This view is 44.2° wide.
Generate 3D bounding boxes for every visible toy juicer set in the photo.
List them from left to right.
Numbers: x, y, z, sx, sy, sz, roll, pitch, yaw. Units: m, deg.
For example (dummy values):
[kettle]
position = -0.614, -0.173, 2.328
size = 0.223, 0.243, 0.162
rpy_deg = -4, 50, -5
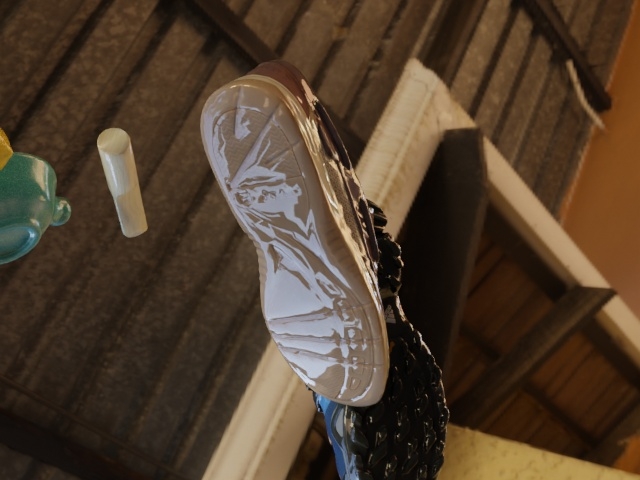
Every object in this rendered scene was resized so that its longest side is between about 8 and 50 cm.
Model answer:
[toy juicer set]
position = -0.292, -0.051, 0.707
size = 0.328, 0.209, 0.090
rpy_deg = -18, -115, -37

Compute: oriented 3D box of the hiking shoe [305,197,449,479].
[hiking shoe]
position = 0.032, 0.112, 0.739
size = 0.113, 0.132, 0.304
rpy_deg = -6, -98, -29

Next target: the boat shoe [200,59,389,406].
[boat shoe]
position = 0.000, 0.000, 0.597
size = 0.092, 0.102, 0.285
rpy_deg = -54, -49, -47
